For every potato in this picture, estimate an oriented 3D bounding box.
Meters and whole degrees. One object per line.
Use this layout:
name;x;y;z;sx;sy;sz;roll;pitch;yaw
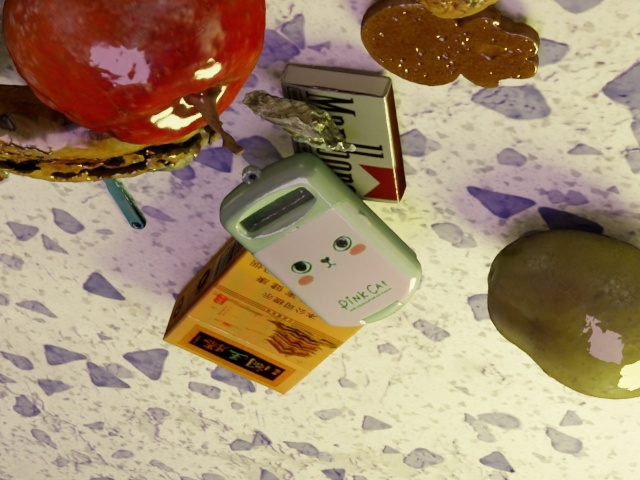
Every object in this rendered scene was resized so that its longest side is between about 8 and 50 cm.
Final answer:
potato;0.289;0.077;2.002;0.235;0.160;0.178;23;110;14

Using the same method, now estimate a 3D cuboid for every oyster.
oyster;-0.017;-0.120;1.896;0.098;0.037;0.100;18;173;40

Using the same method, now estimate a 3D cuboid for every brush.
brush;-0.238;-0.063;2.139;0.051;0.014;0.164;0;144;24

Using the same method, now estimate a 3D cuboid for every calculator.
calculator;0.000;0.000;2.007;0.141;0.045;0.246;-28;121;29

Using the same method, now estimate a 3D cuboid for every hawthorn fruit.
hawthorn fruit;-0.146;-0.180;1.694;0.272;0.242;0.242;46;152;19

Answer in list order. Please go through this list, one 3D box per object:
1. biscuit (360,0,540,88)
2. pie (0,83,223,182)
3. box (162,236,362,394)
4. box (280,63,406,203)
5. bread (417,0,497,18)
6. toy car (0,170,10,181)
biscuit;0.125;-0.192;1.791;0.175;0.026;0.124;9;147;11
pie;-0.249;-0.111;1.907;0.308;0.085;0.308;1;175;0
box;-0.053;0.073;2.204;0.174;0.076;0.274;27;145;-14
box;0.026;-0.111;1.939;0.115;0.036;0.177;9;146;14
bread;0.080;-0.280;1.634;0.211;0.083;0.114;37;145;-25
toy car;-0.376;-0.099;2.124;0.059;0.035;0.122;20;145;-13
